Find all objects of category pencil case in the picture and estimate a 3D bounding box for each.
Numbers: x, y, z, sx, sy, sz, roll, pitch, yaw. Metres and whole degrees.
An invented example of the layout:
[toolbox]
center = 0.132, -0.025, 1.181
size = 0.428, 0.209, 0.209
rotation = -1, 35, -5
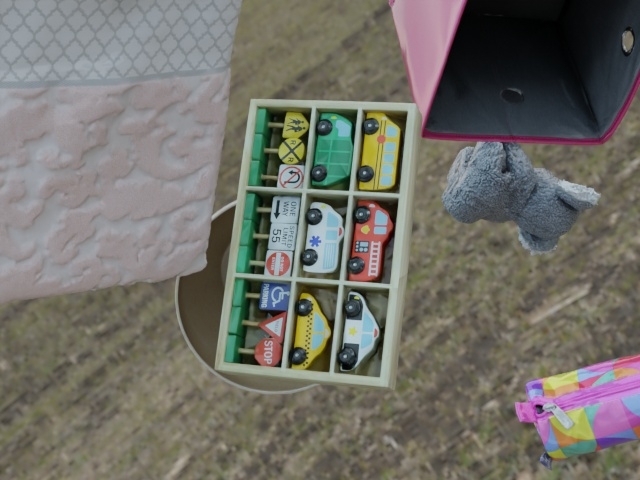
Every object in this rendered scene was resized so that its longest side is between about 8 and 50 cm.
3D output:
[pencil case]
center = 0.340, 0.171, 1.289
size = 0.236, 0.104, 0.104
rotation = -20, 21, 17

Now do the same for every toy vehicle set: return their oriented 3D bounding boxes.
[toy vehicle set]
center = 0.000, 0.000, 1.105
size = 0.165, 0.267, 0.035
rotation = 3, -13, 17

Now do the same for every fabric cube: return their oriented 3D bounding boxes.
[fabric cube]
center = 0.251, -0.299, 1.475
size = 0.259, 0.254, 0.258
rotation = 2, 49, -11

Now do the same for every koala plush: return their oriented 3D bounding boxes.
[koala plush]
center = 0.335, -0.076, 1.961
size = 0.196, 0.221, 0.203
rotation = -52, 9, 43

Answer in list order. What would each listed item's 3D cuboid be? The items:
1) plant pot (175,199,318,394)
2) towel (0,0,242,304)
[plant pot]
center = -0.071, 0.059, 1.702
size = 0.284, 0.284, 0.191
rotation = -34, 13, -3
[towel]
center = -0.224, -0.082, 0.953
size = 0.331, 0.317, 0.053
rotation = -8, 36, -31
